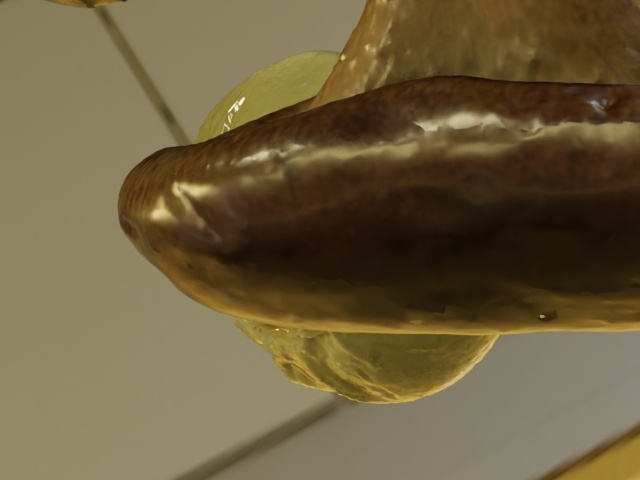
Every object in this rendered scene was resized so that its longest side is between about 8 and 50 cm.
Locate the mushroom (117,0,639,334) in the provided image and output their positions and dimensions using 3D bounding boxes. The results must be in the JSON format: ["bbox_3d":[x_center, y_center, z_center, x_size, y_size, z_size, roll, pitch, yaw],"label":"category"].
[{"bbox_3d":[0.047,-0.088,0.468,0.227,0.148,0.217,-5,-79,9],"label":"mushroom"}]

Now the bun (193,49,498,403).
[{"bbox_3d":[0.000,0.000,1.032,0.127,0.222,0.222,-22,-33,-50],"label":"bun"}]

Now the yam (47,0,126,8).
[{"bbox_3d":[-0.201,-0.284,1.312,0.201,0.202,0.271,-63,-23,1],"label":"yam"}]
